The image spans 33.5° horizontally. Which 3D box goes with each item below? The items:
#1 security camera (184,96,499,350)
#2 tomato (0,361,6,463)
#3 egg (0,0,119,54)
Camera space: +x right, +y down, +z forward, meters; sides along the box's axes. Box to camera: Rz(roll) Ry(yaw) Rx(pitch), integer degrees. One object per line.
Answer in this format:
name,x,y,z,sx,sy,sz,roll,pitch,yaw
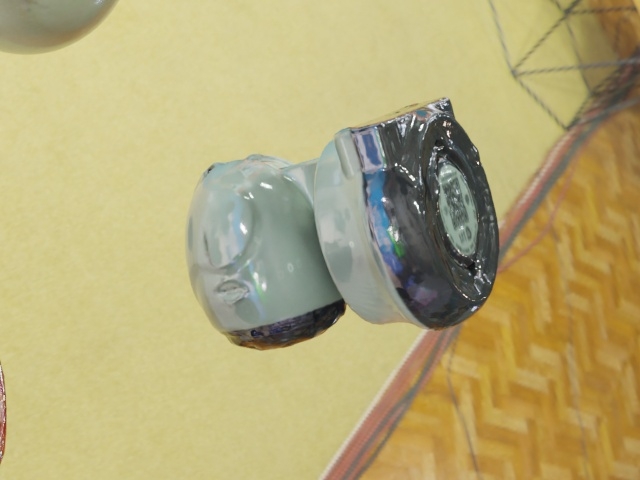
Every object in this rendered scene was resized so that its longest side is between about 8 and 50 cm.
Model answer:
security camera,0.000,0.000,0.947,0.197,0.277,0.191,-32,108,-60
tomato,-0.267,0.099,0.629,0.156,0.069,0.155,8,72,-25
egg,-0.264,-0.284,0.904,0.219,0.219,0.269,-56,152,-48
